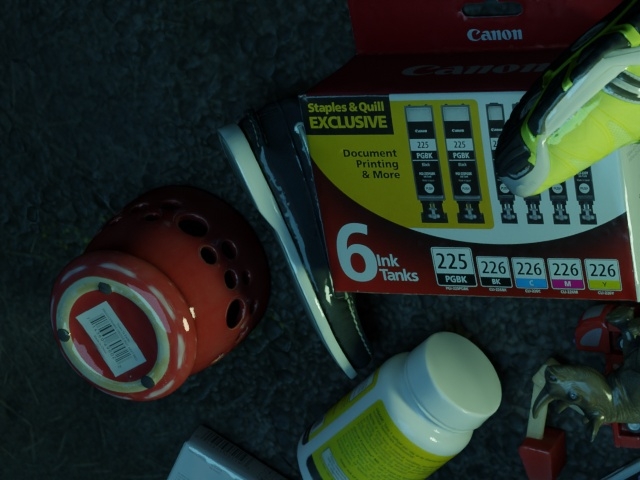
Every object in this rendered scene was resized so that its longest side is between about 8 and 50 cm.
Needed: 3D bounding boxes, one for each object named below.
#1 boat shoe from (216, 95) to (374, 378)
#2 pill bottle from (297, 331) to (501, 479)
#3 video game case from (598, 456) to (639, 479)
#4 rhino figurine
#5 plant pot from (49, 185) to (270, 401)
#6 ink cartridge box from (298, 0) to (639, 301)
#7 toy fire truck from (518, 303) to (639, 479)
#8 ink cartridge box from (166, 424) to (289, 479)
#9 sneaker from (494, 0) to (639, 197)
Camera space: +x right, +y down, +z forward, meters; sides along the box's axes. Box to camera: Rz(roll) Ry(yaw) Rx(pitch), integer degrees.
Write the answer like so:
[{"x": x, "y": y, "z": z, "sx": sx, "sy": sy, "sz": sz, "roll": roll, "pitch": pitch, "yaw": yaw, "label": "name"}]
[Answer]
[{"x": 0.000, "y": 0.000, "z": 1.873, "sx": 0.091, "sy": 0.114, "sz": 0.302, "roll": -27, "pitch": 118, "yaw": -4, "label": "boat shoe"}, {"x": 0.080, "y": 0.188, "z": 1.915, "sx": 0.119, "sy": 0.119, "sz": 0.208, "roll": 47, "pitch": 127, "yaw": 0, "label": "pill bottle"}, {"x": 0.335, "y": 0.320, "z": 1.908, "sx": 0.173, "sy": 0.022, "sz": 0.190, "roll": -37, "pitch": 93, "yaw": 36, "label": "video game case"}, {"x": 0.307, "y": 0.113, "z": 1.740, "sx": 0.243, "sy": 0.073, "sz": 0.106, "roll": -26, "pitch": 107, "yaw": 5, "label": "rhino figurine"}, {"x": -0.170, "y": 0.060, "z": 1.952, "sx": 0.191, "sy": 0.174, "sz": 0.191, "roll": 10, "pitch": 118, "yaw": 21, "label": "plant pot"}, {"x": 0.150, "y": -0.094, "z": 1.730, "sx": 0.309, "sy": 0.130, "sz": 0.272, "roll": 0, "pitch": 113, "yaw": 28, "label": "ink cartridge box"}, {"x": 0.258, "y": 0.150, "z": 1.847, "sx": 0.135, "sy": 0.047, "sz": 0.192, "roll": 3, "pitch": 115, "yaw": 28, "label": "toy fire truck"}, {"x": -0.110, "y": 0.345, "z": 2.119, "sx": 0.181, "sy": 0.056, "sz": 0.225, "roll": 31, "pitch": 118, "yaw": 10, "label": "ink cartridge box"}, {"x": 0.312, "y": -0.149, "z": 1.522, "sx": 0.384, "sy": 0.145, "sz": 0.147, "roll": -38, "pitch": 99, "yaw": 2, "label": "sneaker"}]
